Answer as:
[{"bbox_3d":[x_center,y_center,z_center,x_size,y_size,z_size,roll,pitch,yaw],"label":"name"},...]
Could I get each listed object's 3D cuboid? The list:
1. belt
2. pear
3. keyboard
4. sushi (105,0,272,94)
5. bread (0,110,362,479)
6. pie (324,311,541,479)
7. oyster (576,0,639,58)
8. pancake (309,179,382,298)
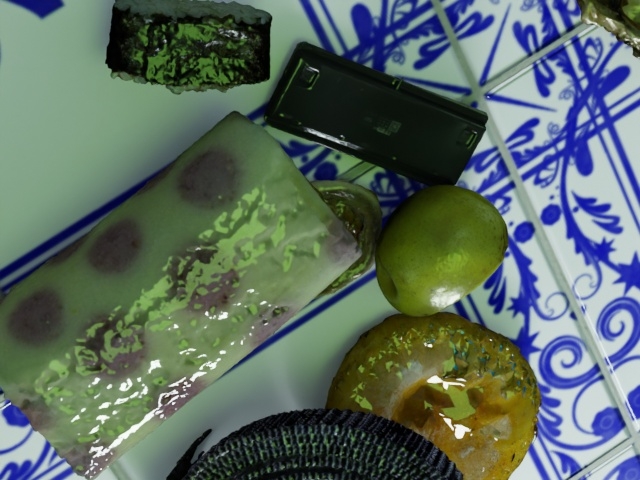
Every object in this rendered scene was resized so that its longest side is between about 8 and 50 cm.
[{"bbox_3d":[0.001,0.300,1.839,0.324,0.122,0.260,-4,94,8],"label":"belt"},{"bbox_3d":[0.111,0.001,1.821,0.141,0.141,0.104,-35,102,-5],"label":"pear"},{"bbox_3d":[0.057,-0.120,1.793,0.230,0.025,0.094,19,107,-30],"label":"keyboard"},{"bbox_3d":[-0.117,-0.175,1.653,0.150,0.090,0.078,-1,111,-22],"label":"sushi"},{"bbox_3d":[-0.141,0.051,1.705,0.338,0.155,0.187,-39,115,0],"label":"bread"},{"bbox_3d":[0.116,0.193,1.947,0.273,0.069,0.273,-12,118,-23],"label":"pie"},{"bbox_3d":[0.396,-0.218,1.874,0.345,0.078,0.129,6,90,-24],"label":"oyster"},{"bbox_3d":[0.000,0.000,1.827,0.139,0.022,0.139,-10,118,-19],"label":"pancake"}]
